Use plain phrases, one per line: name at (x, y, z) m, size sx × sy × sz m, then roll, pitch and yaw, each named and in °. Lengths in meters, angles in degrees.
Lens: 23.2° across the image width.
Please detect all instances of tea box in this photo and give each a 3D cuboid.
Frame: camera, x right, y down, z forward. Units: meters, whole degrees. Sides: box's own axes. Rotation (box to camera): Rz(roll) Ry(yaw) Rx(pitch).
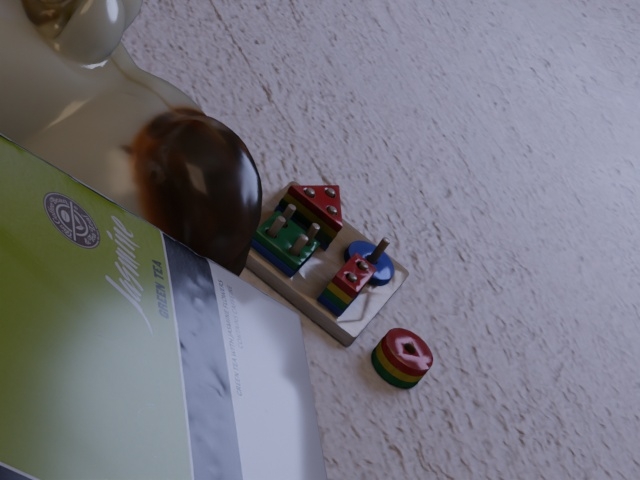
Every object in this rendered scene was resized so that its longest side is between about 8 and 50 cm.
tea box at (-0.172, 0.140, 0.758) m, size 0.323 × 0.220 × 0.329 m, roll 35°, pitch 29°, yaw -34°

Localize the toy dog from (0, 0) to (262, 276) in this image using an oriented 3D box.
toy dog at (-0.222, -0.082, 0.983) m, size 0.408 × 0.284 × 0.395 m, roll 36°, pitch 18°, yaw -12°

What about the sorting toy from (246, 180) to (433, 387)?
sorting toy at (0.000, 0.000, 1.306) m, size 0.274 × 0.046 × 0.132 m, roll 38°, pitch 33°, yaw 5°
